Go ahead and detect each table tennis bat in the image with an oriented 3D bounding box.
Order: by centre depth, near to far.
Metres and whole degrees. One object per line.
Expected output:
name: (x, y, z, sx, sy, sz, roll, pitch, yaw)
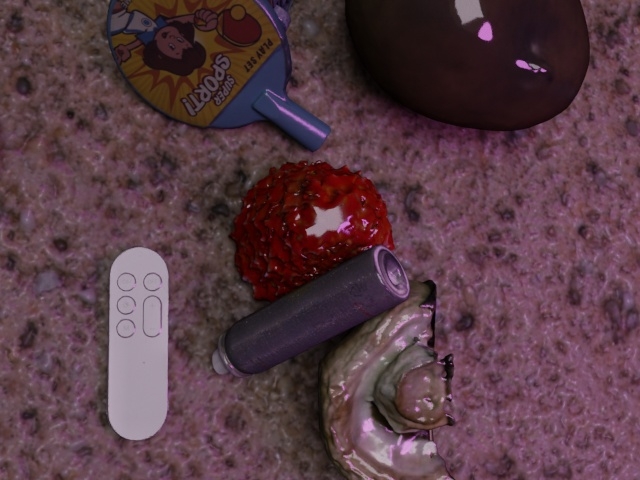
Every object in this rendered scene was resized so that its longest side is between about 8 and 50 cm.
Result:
table tennis bat: (-0.122, -0.224, 0.990, 0.329, 0.044, 0.215, 35, 120, -24)

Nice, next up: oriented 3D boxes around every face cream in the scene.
face cream: (-0.024, 0.097, 0.925, 0.283, 0.073, 0.073, -30, 88, 28)

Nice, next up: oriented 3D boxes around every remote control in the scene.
remote control: (-0.233, 0.131, 0.977, 0.077, 0.022, 0.245, 0, 81, -10)

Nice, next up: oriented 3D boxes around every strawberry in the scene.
strawberry: (0.000, 0.000, 0.971, 0.234, 0.178, 0.234, 0, 86, -6)

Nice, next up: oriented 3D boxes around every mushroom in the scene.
mushroom: (0.077, 0.184, 0.958, 0.164, 0.189, 0.267, -5, 106, 1)

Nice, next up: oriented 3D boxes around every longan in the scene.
longan: (0.200, -0.287, 1.012, 0.350, 0.288, 0.288, 23, 77, -19)

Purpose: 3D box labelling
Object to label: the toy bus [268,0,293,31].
toy bus: (-0.093, -0.385, 0.953, 0.157, 0.289, 0.139, 21, 77, 4)
